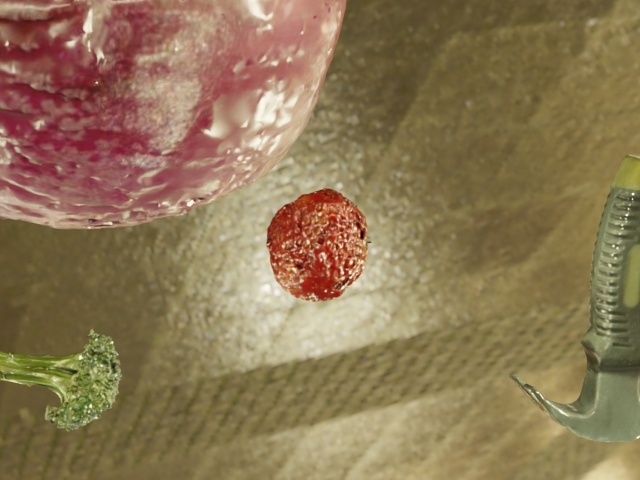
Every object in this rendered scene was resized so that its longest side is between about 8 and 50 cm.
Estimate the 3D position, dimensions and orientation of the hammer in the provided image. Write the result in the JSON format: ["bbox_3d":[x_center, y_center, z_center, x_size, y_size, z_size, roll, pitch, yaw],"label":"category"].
[{"bbox_3d":[0.235,0.046,1.029,0.158,0.226,0.041,3,-167,-19],"label":"hammer"}]

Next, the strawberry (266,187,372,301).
[{"bbox_3d":[0.000,0.000,1.007,0.083,0.083,0.096,-14,139,-14],"label":"strawberry"}]

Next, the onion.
[{"bbox_3d":[-0.160,-0.085,0.638,0.348,0.267,0.159,-7,109,-33],"label":"onion"}]

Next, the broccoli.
[{"bbox_3d":[-0.337,0.157,1.589,0.204,0.118,0.122,12,161,-19],"label":"broccoli"}]
